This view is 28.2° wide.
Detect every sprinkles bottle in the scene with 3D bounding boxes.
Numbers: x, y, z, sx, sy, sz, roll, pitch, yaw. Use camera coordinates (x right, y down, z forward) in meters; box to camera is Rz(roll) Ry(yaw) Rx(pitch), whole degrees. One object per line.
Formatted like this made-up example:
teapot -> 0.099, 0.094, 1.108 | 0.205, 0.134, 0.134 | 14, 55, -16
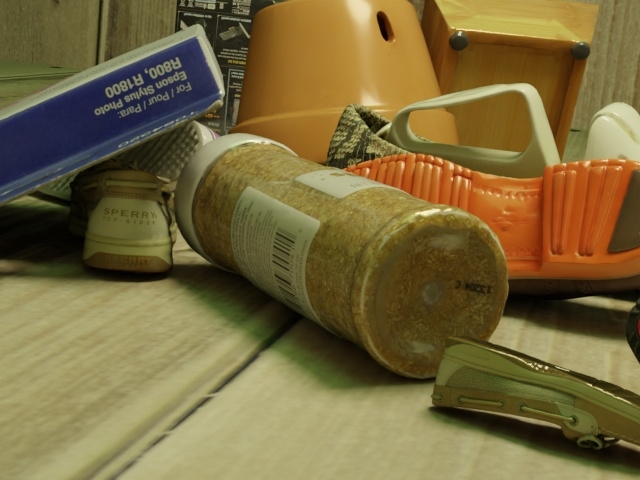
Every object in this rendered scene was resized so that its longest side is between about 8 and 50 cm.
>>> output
sprinkles bottle -> 0.000, 0.000, 0.990 | 0.121, 0.121, 0.355 | 0, 12, -27

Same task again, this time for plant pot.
plant pot -> 0.022, -0.183, 1.569 | 0.290, 0.204, 0.291 | -4, -1, 0

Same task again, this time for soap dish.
soap dish -> 0.233, -0.181, 1.696 | 0.228, 0.291, 0.118 | 5, 29, -6

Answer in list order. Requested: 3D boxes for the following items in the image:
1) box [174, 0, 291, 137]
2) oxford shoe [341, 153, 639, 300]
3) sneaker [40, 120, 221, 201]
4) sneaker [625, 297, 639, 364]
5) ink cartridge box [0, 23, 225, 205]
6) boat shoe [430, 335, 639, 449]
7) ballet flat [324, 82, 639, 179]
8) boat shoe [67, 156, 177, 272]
box -> -0.057, -0.216, 1.780 | 0.307, 0.242, 0.076 | 8, 11, 17
oxford shoe -> 0.141, 0.008, 1.133 | 0.363, 0.130, 0.133 | 3, -24, 25
sneaker -> -0.196, -0.074, 1.411 | 0.282, 0.102, 0.161 | 9, -7, 33
sneaker -> 0.329, 0.089, 0.837 | 0.261, 0.104, 0.125 | 12, -6, 9
ink cartridge box -> -0.246, -0.103, 1.164 | 0.324, 0.071, 0.330 | -24, 11, 0
boat shoe -> 0.139, 0.101, 0.763 | 0.153, 0.048, 0.056 | 18, 3, 25
ballet flat -> 0.215, -0.063, 1.276 | 0.482, 0.182, 0.164 | 12, 11, 28
boat shoe -> -0.177, -0.038, 1.175 | 0.104, 0.089, 0.285 | 2, 11, -16
